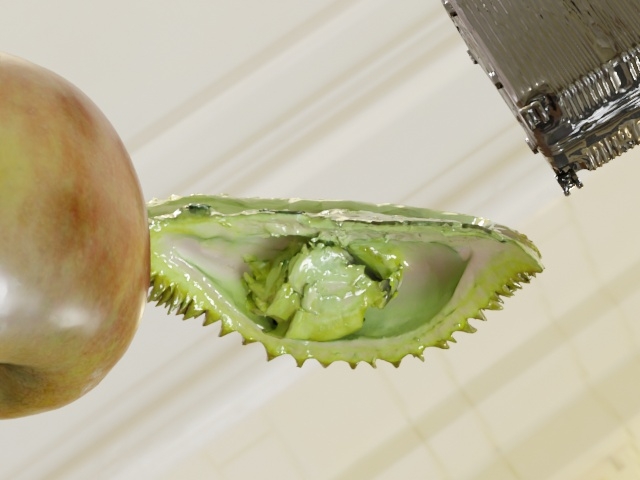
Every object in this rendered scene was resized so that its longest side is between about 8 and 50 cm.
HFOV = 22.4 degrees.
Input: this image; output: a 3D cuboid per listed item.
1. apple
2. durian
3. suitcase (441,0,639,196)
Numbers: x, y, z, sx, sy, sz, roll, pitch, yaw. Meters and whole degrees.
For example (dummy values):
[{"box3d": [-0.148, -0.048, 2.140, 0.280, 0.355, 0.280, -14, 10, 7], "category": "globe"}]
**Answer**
[{"box3d": [-0.180, -0.003, 0.822, 0.188, 0.188, 0.174, 70, 14, -67], "category": "apple"}, {"box3d": [-0.004, 0.004, 1.288, 0.169, 0.355, 0.157, 85, 9, -59], "category": "durian"}, {"box3d": [0.279, -0.242, 1.777, 0.152, 0.230, 0.335, 54, 8, -46], "category": "suitcase"}]
